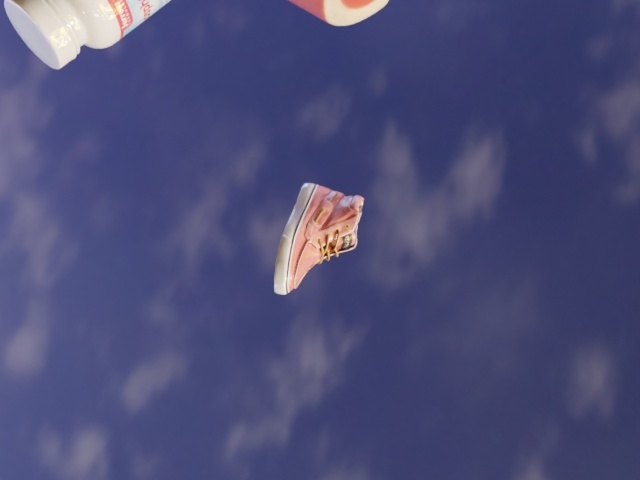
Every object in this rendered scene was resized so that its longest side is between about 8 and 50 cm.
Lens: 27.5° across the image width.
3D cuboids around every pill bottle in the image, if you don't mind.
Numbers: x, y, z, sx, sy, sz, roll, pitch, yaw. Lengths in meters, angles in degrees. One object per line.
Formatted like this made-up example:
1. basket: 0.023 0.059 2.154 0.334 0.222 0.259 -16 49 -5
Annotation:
1. pill bottle: -0.164 -0.207 1.027 0.160 0.087 0.087 -42 -133 -18

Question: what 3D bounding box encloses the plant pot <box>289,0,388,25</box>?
1. plant pot: -0.013 -0.342 1.176 0.243 0.275 0.275 42 -94 15

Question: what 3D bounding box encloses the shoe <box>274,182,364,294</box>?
1. shoe: 0.000 0.000 1.597 0.081 0.063 0.178 11 -135 8
